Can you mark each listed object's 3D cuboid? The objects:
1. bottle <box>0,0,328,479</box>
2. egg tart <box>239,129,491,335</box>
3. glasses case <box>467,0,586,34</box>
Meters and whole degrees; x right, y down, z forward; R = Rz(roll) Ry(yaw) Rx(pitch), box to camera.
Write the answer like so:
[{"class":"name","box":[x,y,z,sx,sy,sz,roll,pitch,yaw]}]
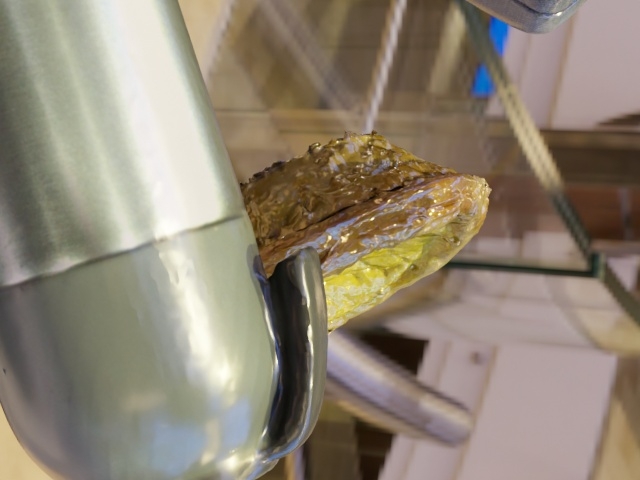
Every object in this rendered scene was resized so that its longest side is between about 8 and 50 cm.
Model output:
[{"class":"bottle","box":[-0.068,-0.054,0.386,0.079,0.096,0.253,-23,96,-79]},{"class":"egg tart","box":[0.000,0.000,0.747,0.074,0.191,0.191,63,23,10]},{"class":"glasses case","box":[0.068,-0.278,1.057,0.131,0.323,0.074,-51,170,-30]}]
